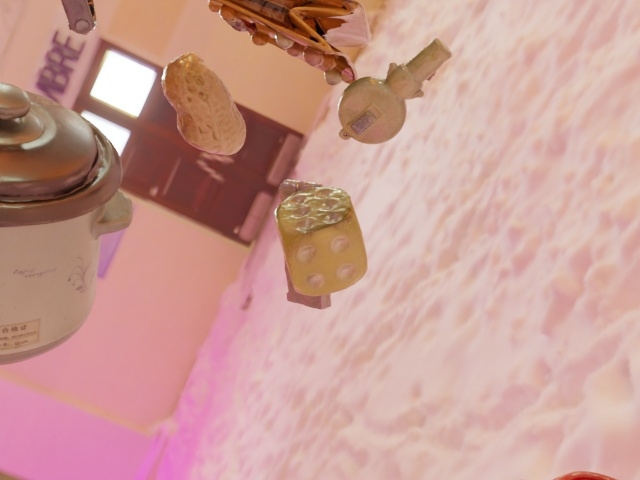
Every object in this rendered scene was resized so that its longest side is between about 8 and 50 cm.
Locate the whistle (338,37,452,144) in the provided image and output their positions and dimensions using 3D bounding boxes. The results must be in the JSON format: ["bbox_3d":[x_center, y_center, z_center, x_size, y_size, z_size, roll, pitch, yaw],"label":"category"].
[{"bbox_3d":[0.127,-0.261,1.719,0.258,0.126,0.067,-40,18,24],"label":"whistle"}]

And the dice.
[{"bbox_3d":[0.000,0.000,2.024,0.169,0.166,0.169,-111,7,-55],"label":"dice"}]

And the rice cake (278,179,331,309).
[{"bbox_3d":[-0.036,0.011,2.189,0.050,0.106,0.298,-30,-58,-53],"label":"rice cake"}]

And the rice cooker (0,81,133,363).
[{"bbox_3d":[-0.359,-0.030,1.044,0.317,0.316,0.264,-60,20,29],"label":"rice cooker"}]

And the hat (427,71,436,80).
[{"bbox_3d":[0.205,-0.354,1.898,0.058,0.042,0.087,-30,41,49],"label":"hat"}]

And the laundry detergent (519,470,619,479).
[{"bbox_3d":[0.347,0.356,1.308,0.049,0.165,0.097,83,-154,-66],"label":"laundry detergent"}]

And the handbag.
[{"bbox_3d":[-0.058,-0.413,1.849,0.401,0.283,0.133,-15,-51,-82],"label":"handbag"}]

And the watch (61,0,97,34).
[{"bbox_3d":[-0.505,-0.531,1.948,0.206,0.068,0.193,80,173,-48],"label":"watch"}]

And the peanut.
[{"bbox_3d":[-0.276,-0.310,2.262,0.313,0.152,0.152,68,-144,-54],"label":"peanut"}]
